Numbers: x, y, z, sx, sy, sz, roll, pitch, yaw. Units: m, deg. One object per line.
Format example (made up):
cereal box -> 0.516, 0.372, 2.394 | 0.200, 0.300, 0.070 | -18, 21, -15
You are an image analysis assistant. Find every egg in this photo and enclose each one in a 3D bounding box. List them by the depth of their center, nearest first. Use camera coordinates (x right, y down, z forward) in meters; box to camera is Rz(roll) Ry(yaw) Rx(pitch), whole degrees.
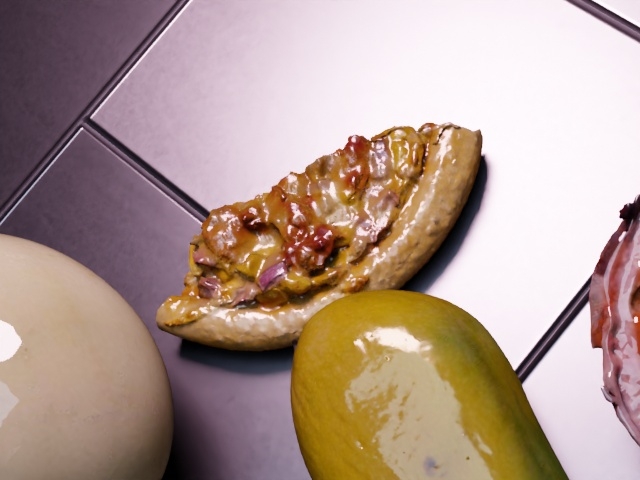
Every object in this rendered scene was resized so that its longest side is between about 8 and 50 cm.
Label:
egg -> -0.202, 0.092, 0.823 | 0.253, 0.188, 0.188 | 37, 84, 36

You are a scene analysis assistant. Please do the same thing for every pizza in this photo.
pizza -> -0.001, -0.002, 0.863 | 0.246, 0.058, 0.127 | -20, 64, 8

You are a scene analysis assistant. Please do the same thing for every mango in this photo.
mango -> 0.066, 0.133, 0.770 | 0.137, 0.091, 0.238 | -29, 64, 9

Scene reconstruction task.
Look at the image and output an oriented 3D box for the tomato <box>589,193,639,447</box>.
tomato -> 0.265, 0.060, 0.720 | 0.228, 0.112, 0.199 | 26, 87, 25
